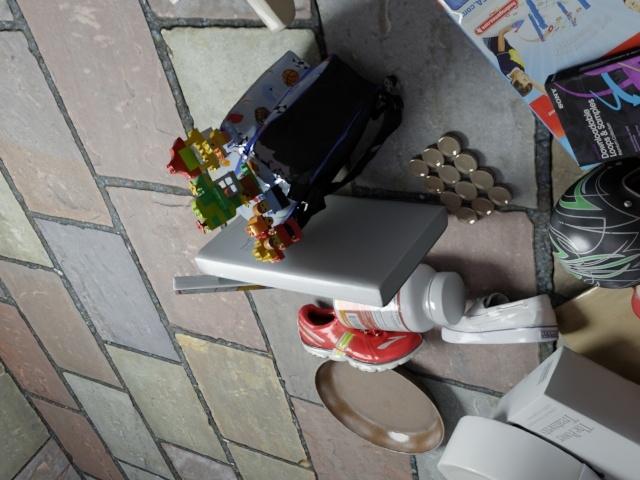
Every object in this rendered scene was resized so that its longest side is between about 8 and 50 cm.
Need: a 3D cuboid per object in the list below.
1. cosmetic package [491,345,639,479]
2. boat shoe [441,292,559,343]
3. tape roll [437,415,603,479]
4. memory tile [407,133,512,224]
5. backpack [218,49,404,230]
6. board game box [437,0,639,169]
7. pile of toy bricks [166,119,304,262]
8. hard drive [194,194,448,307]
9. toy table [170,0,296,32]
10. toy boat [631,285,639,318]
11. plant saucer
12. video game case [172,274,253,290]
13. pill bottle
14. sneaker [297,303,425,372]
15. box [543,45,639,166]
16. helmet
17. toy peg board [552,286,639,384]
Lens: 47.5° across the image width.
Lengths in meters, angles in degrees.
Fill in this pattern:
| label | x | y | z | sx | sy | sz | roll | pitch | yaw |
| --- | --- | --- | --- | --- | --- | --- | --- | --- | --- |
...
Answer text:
| label | x | y | z | sx | sy | sz | roll | pitch | yaw |
| --- | --- | --- | --- | --- | --- | --- | --- | --- | --- |
| cosmetic package | 0.459 | 0.332 | 1.217 | 0.284 | 0.097 | 0.377 | 26 | 157 | 10 |
| boat shoe | 0.300 | 0.131 | 1.234 | 0.258 | 0.095 | 0.084 | -13 | 79 | 57 |
| tape roll | 0.357 | 0.427 | 1.294 | 0.286 | 0.100 | 0.286 | 28 | 158 | 12 |
| memory tile | 0.215 | -0.092 | 1.130 | 0.148 | 0.012 | 0.113 | 43 | 140 | -8 |
| backpack | -0.045 | -0.130 | 1.104 | 0.213 | 0.276 | 0.263 | 36 | 147 | 8 |
| board game box | 0.323 | -0.269 | 0.777 | 0.302 | 0.086 | 0.308 | 46 | 139 | -11 |
| pile of toy bricks | -0.124 | -0.050 | 0.953 | 0.212 | 0.105 | 0.118 | 59 | 153 | -7 |
| hard drive | 0.000 | 0.000 | 1.193 | 0.353 | 0.233 | 0.047 | 8 | 127 | 34 |
| toy table | -0.089 | -0.408 | 0.933 | 0.252 | 0.161 | 0.274 | 43 | 141 | -7 |
| toy boat | 0.535 | 0.115 | 0.973 | 0.231 | 0.151 | 0.151 | 18 | 117 | 23 |
| plant saucer | 0.132 | 0.349 | 1.591 | 0.311 | 0.050 | 0.310 | 20 | 137 | 20 |
| video game case | -0.123 | 0.075 | 1.331 | 0.285 | 0.025 | 0.204 | -3 | 174 | -11 |
| pill bottle | 0.140 | 0.100 | 1.287 | 0.216 | 0.121 | 0.121 | -2 | 127 | 37 |
| sneaker | 0.067 | 0.179 | 1.436 | 0.279 | 0.107 | 0.118 | 2 | 120 | 32 |
| box | 0.340 | -0.148 | 0.790 | 0.162 | 0.029 | 0.116 | -11 | 121 | 43 |
| helmet | 0.388 | -0.015 | 0.960 | 0.169 | 0.161 | 0.169 | 20 | 138 | 19 |
| toy peg board | 0.471 | 0.130 | 1.125 | 0.160 | 0.079 | 0.161 | 52 | 141 | 6 |
